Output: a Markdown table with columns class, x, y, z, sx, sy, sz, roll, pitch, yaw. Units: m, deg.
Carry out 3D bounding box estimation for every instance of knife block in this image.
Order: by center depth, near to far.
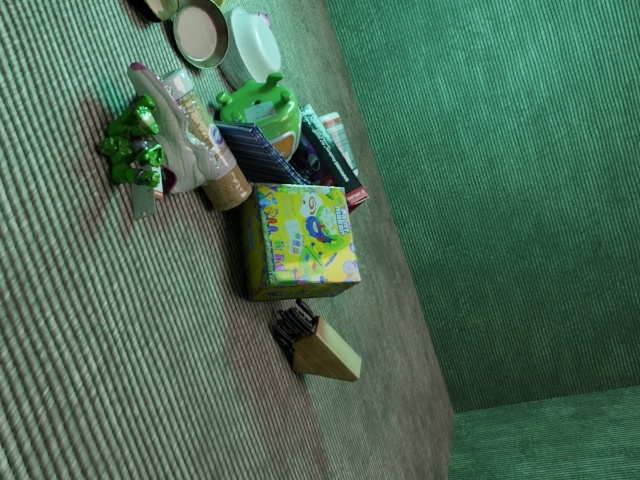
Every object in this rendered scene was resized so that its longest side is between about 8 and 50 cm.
| class | x | y | z | sx | sy | sz | roll | pitch | yaw |
| --- | --- | --- | --- | --- | --- | --- | --- | --- | --- |
| knife block | -0.003 | 0.289 | 1.551 | 0.088 | 0.275 | 0.242 | -73 | 172 | -56 |

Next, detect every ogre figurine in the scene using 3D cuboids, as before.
| class | x | y | z | sx | sy | sz | roll | pitch | yaw |
| --- | --- | --- | --- | --- | --- | --- | --- | --- | --- |
| ogre figurine | -0.383 | -0.190 | 1.067 | 0.097 | 0.118 | 0.197 | -24 | 96 | -66 |

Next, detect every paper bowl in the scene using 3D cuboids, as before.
| class | x | y | z | sx | sy | sz | roll | pitch | yaw |
| --- | --- | --- | --- | --- | --- | --- | --- | --- | --- |
| paper bowl | -0.238 | -0.643 | 1.770 | 0.284 | 0.148 | 0.284 | -17 | 90 | -71 |

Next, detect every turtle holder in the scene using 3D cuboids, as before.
| class | x | y | z | sx | sy | sz | roll | pitch | yaw |
| --- | --- | --- | --- | --- | --- | --- | --- | --- | --- |
| turtle holder | -0.193 | -0.363 | 1.607 | 0.243 | 0.320 | 0.227 | -40 | 139 | -22 |

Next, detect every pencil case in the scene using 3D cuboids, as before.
| class | x | y | z | sx | sy | sz | roll | pitch | yaw |
| --- | --- | --- | --- | --- | --- | --- | --- | --- | --- |
| pencil case | -0.220 | -0.772 | 2.005 | 0.098 | 0.095 | 0.209 | -5 | 77 | -54 |

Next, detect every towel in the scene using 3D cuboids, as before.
| class | x | y | z | sx | sy | sz | roll | pitch | yaw |
| --- | --- | --- | --- | --- | --- | --- | --- | --- | --- |
| towel | -0.190 | -0.239 | 1.471 | 0.336 | 0.243 | 0.040 | 45 | 65 | -54 |

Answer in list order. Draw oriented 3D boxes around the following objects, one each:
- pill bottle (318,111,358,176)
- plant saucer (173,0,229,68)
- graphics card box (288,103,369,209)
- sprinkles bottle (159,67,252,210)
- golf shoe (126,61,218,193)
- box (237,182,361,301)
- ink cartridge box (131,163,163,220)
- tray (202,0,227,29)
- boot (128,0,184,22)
| class | x | y | z | sx | sy | sz | roll | pitch | yaw |
| --- | --- | --- | --- | --- | --- | --- | --- | --- | --- |
| pill bottle | 0.033 | -0.323 | 2.151 | 0.210 | 0.210 | 0.363 | -47 | 118 | -67 |
| plant saucer | -0.349 | -0.596 | 1.499 | 0.198 | 0.036 | 0.199 | -18 | 114 | -48 |
| graphics card box | -0.011 | -0.243 | 1.762 | 0.094 | 0.233 | 0.371 | -29 | 85 | -27 |
| sprinkles bottle | -0.305 | -0.246 | 1.316 | 0.121 | 0.121 | 0.355 | -78 | 147 | -53 |
| golf shoe | -0.351 | -0.237 | 1.157 | 0.115 | 0.140 | 0.306 | 32 | -25 | 58 |
| box | -0.065 | 0.008 | 1.483 | 0.279 | 0.177 | 0.290 | 1 | 69 | -26 |
| ink cartridge box | -0.370 | -0.101 | 1.113 | 0.029 | 0.063 | 0.115 | 20 | 57 | -64 |
| tray | -0.379 | -0.836 | 1.649 | 0.411 | 0.076 | 0.203 | -87 | 153 | -44 |
| boot | -0.463 | -0.682 | 1.273 | 0.305 | 0.112 | 0.115 | 55 | 48 | -33 |
